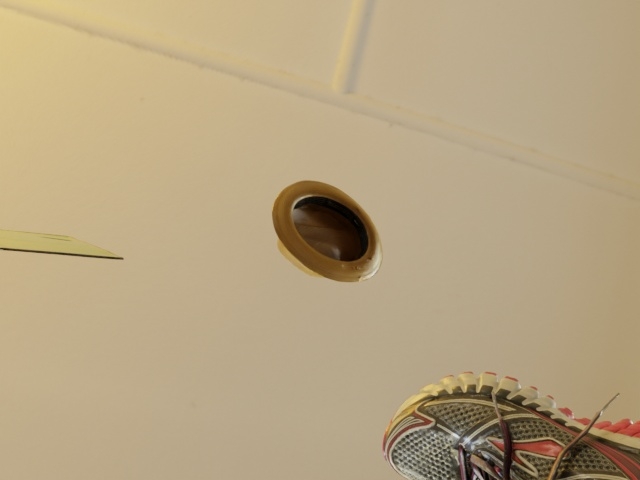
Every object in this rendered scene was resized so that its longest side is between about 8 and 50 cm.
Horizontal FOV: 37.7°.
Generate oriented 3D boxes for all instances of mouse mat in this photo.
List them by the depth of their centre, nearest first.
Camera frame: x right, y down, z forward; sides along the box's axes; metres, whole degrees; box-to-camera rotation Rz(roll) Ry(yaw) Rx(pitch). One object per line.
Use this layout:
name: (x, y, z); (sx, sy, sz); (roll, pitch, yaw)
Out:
mouse mat: (-0.336, 0.003, 1.112); (0.153, 0.190, 0.007); (6, -87, -36)

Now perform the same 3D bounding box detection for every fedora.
fedora: (0.000, 0.000, 1.422); (0.194, 0.079, 0.194); (21, -133, -24)

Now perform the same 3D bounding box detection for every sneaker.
sneaker: (0.174, 0.188, 0.753); (0.112, 0.299, 0.120); (-36, -60, -44)
